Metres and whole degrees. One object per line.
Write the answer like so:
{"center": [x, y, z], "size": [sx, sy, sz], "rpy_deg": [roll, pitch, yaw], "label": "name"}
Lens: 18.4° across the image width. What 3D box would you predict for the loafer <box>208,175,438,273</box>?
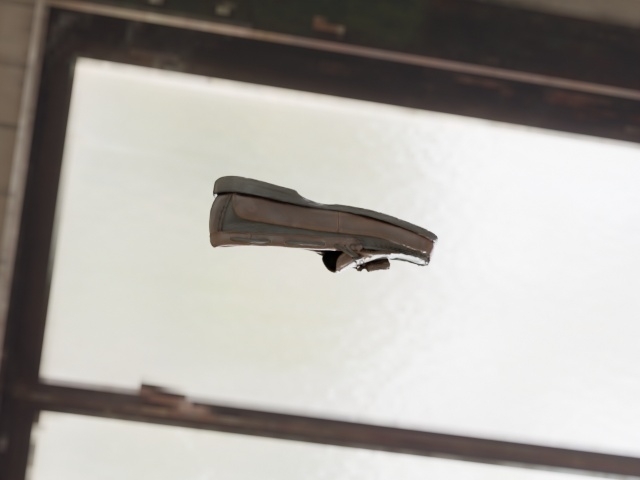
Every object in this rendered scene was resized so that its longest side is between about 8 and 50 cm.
{"center": [0.000, 0.000, 1.043], "size": [0.045, 0.125, 0.039], "rpy_deg": [150, -46, -70], "label": "loafer"}
